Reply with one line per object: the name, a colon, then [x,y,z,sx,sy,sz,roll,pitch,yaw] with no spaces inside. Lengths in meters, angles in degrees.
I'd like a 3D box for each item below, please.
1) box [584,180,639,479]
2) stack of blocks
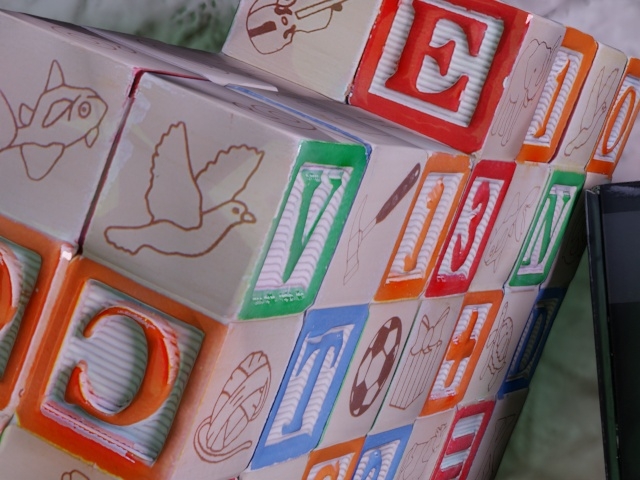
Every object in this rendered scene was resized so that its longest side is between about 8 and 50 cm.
box: [0.203,0.059,0.581,0.220,0.051,0.175,-4,89,21]
stack of blocks: [0.000,0.000,0.530,0.087,0.297,0.171,24,100,20]
